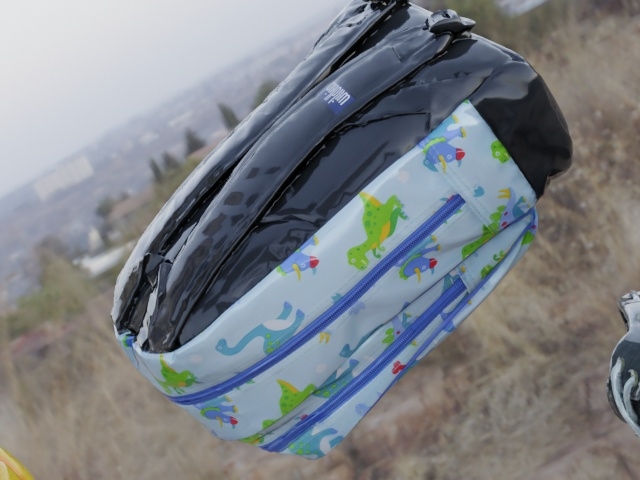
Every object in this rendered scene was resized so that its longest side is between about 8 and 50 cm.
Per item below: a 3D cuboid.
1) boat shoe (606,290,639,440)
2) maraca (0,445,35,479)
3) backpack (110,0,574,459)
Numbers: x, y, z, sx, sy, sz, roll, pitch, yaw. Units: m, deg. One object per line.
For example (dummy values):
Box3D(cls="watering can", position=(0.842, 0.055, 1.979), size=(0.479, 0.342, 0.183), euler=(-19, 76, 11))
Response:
Box3D(cls="boat shoe", position=(0.272, 0.110, 0.912), size=(0.119, 0.121, 0.335), euler=(-22, 8, 17))
Box3D(cls="maraca", position=(-0.166, 0.121, 0.452), size=(0.099, 0.127, 0.185), euler=(-38, -24, 23))
Box3D(cls="backpack", position=(0.000, 0.000, 1.003), size=(0.355, 0.273, 0.290), euler=(-35, 32, -11))
